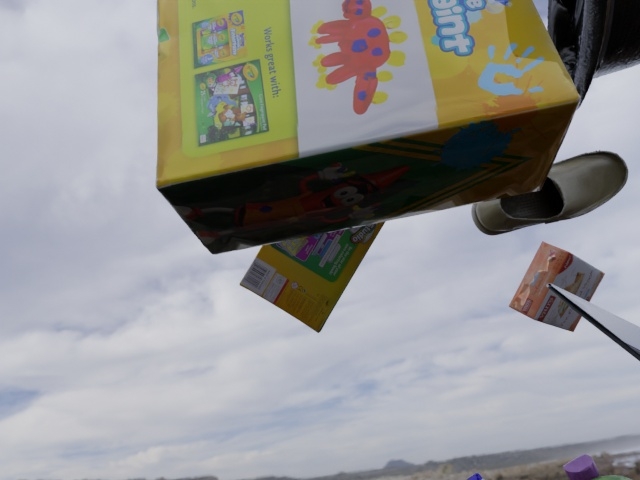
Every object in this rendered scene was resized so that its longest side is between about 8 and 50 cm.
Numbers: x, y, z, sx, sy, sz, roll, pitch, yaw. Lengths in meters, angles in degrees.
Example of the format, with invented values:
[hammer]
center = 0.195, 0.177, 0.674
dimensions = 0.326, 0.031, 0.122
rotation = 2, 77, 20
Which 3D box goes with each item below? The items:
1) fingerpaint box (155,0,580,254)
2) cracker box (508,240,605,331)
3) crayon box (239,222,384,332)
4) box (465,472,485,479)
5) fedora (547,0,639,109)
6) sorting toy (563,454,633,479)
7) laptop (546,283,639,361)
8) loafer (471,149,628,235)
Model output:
[fingerpaint box]
center = 0.017, -0.240, 0.600
dimensions = 0.371, 0.445, 0.163
rotation = -12, -27, 4
[cracker box]
center = 0.520, 0.106, 1.132
dimensions = 0.232, 0.067, 0.156
rotation = 18, -80, -43
[crayon box]
center = 0.000, 0.000, 0.922
dimensions = 0.165, 0.278, 0.081
rotation = 31, 4, 3
[box]
center = 0.358, 0.588, 1.096
dimensions = 0.072, 0.137, 0.126
rotation = -32, -51, -14
[fedora]
center = 0.450, -0.364, 0.791
dimensions = 0.152, 0.334, 0.334
rotation = -4, -25, 14
[sorting toy]
center = 0.592, 0.559, 1.005
dimensions = 0.127, 0.126, 0.365
rotation = -27, 2, 4
[laptop]
center = 0.301, 0.188, 0.426
dimensions = 0.234, 0.264, 0.136
rotation = 23, -20, -22
[loafer]
center = 0.386, -0.075, 0.849
dimensions = 0.268, 0.102, 0.092
rotation = -22, -2, 0
